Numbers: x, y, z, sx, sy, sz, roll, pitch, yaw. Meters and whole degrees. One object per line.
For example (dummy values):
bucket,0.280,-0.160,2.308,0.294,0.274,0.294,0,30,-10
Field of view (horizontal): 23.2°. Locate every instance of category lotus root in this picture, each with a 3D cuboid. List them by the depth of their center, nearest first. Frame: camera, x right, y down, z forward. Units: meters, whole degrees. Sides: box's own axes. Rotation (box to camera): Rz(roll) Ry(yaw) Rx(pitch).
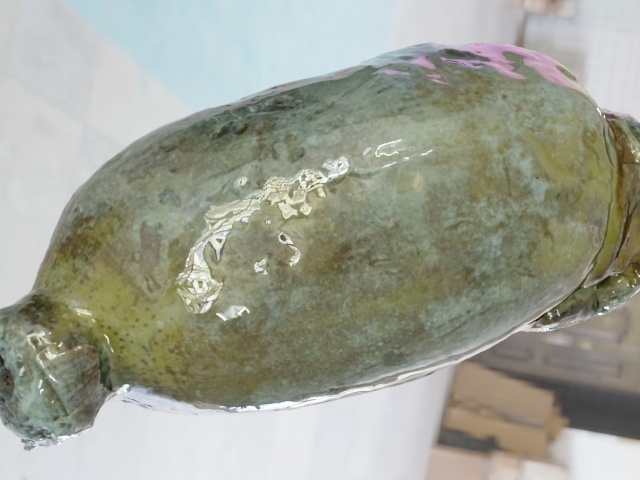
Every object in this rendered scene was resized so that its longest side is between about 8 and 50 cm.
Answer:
lotus root,-0.001,-0.002,0.756,0.175,0.350,0.175,164,-90,-74
